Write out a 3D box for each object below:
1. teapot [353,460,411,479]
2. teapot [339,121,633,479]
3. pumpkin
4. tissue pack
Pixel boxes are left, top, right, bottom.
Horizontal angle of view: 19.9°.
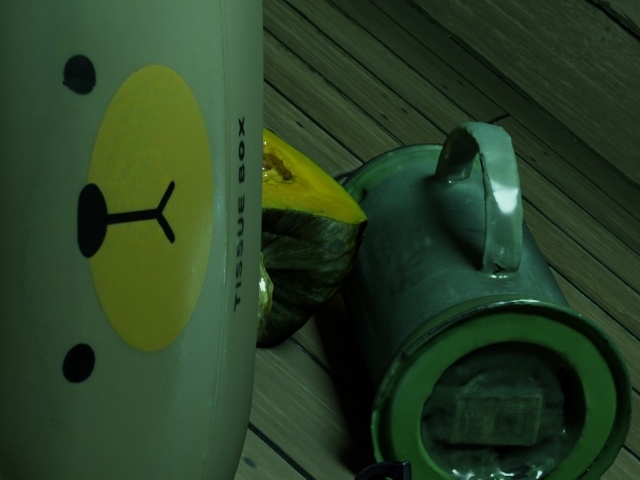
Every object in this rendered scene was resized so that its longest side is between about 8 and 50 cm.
[{"bbox_3d":[0.091,0.214,1.240,0.177,0.096,0.087,44,19,20],"label":"teapot"},{"bbox_3d":[0.113,0.032,1.483,0.200,0.270,0.337,1,27,-11],"label":"teapot"},{"bbox_3d":[-0.090,-0.009,1.396,0.222,0.139,0.317,46,16,33],"label":"pumpkin"},{"bbox_3d":[-0.169,-0.021,0.822,0.267,0.387,0.277,4,5,17],"label":"tissue pack"}]
